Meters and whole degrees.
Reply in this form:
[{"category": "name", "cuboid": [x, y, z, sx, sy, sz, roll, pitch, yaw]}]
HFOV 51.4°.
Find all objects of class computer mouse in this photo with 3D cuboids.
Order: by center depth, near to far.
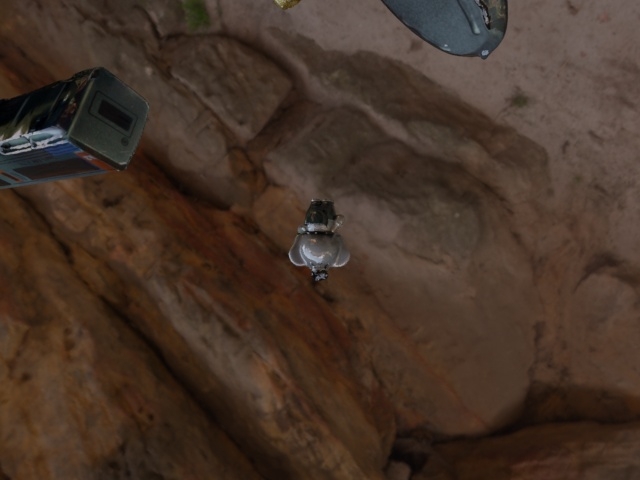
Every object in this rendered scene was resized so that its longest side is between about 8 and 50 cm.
[{"category": "computer mouse", "cuboid": [0.131, -0.416, 0.919, 0.374, 0.114, 0.203, 44, 163, -15]}]

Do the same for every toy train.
[{"category": "toy train", "cuboid": [-0.349, -0.111, 0.773, 0.409, 0.086, 0.089, -2, 155, 42]}]

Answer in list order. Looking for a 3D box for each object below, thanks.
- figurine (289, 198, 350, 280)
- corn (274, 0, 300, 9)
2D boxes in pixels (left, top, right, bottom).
[{"category": "figurine", "cuboid": [0.000, 0.000, 1.574, 0.147, 0.193, 0.126, 2, 168, 8]}, {"category": "corn", "cuboid": [-0.090, -0.562, 1.270, 0.080, 0.080, 0.231, -9, 100, 64]}]
